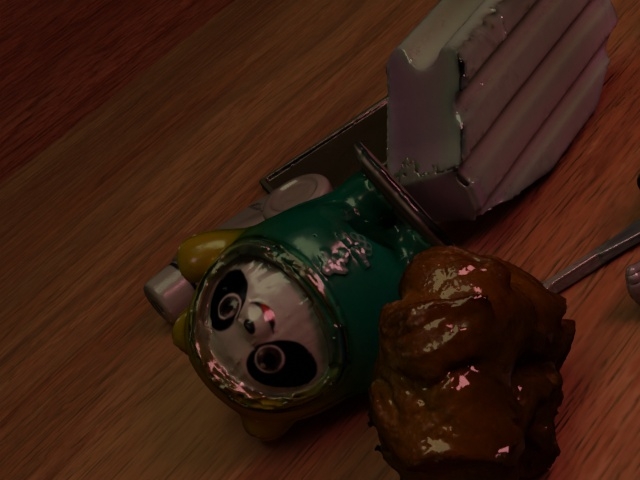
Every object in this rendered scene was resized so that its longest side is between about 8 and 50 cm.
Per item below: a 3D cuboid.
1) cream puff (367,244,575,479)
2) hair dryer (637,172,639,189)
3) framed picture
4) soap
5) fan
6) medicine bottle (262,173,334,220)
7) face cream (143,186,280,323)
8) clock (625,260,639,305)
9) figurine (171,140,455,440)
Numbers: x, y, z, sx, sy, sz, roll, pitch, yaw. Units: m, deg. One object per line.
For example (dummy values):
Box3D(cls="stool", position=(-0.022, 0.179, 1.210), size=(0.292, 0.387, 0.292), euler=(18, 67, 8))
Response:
Box3D(cls="cream puff", position=(0.139, 0.133, 0.756), size=(0.154, 0.241, 0.269), euler=(-9, 66, 42))
Box3D(cls="hair dryer", position=(0.446, -0.151, 0.882), size=(0.092, 0.267, 0.229), euler=(41, 75, 17))
Box3D(cls="framed picture", position=(0.054, -0.151, 1.424), size=(0.314, 0.024, 0.232), euler=(-33, 30, -5))
Box3D(cls="soap", position=(0.252, -0.228, 1.123), size=(0.156, 0.261, 0.446), euler=(6, 48, 46))
Box3D(cls="fan", position=(0.369, -0.009, 0.940), size=(0.282, 0.023, 0.057), euler=(-30, 32, -2))
Box3D(cls="medicine bottle", position=(0.000, 0.000, 1.104), size=(0.105, 0.168, 0.105), euler=(-22, 32, 15))
Box3D(cls="face cream", position=(-0.144, 0.012, 1.307), size=(0.314, 0.089, 0.143), euler=(-39, 26, -24))
Box3D(cls="clock", position=(0.409, 0.027, 0.790), size=(0.176, 0.080, 0.117), euler=(-33, 30, -1))
Box3D(cls="figurine", position=(-0.010, 0.068, 0.954), size=(0.340, 0.324, 0.231), euler=(-41, -13, 7))
